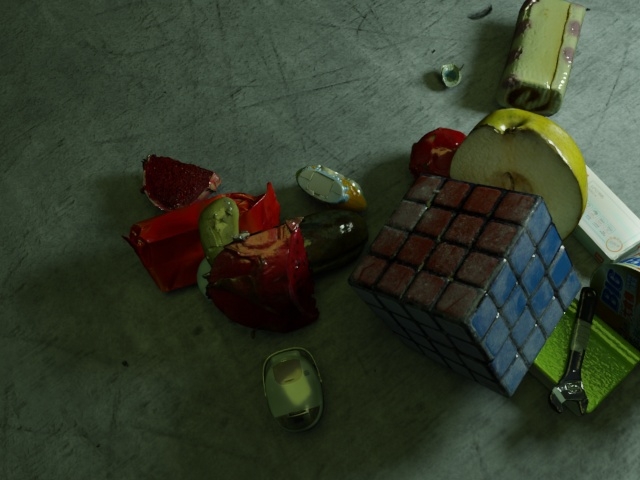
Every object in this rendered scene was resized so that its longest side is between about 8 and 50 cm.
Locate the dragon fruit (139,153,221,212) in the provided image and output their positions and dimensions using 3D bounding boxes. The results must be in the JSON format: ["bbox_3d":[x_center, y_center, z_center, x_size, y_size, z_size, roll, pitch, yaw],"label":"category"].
[{"bbox_3d":[-0.409,-0.143,1.895,0.274,0.126,0.161,16,80,25],"label":"dragon fruit"}]

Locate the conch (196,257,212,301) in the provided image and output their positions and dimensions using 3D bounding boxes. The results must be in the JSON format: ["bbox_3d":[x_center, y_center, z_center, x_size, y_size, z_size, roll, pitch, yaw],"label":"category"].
[{"bbox_3d":[-0.215,0.109,1.716,0.221,0.184,0.120,5,36,-12],"label":"conch"}]

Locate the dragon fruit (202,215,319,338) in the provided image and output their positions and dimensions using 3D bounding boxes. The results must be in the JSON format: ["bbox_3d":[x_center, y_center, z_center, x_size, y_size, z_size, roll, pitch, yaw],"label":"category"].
[{"bbox_3d":[-0.140,0.126,1.603,0.283,0.343,0.100,-14,35,-3],"label":"dragon fruit"}]

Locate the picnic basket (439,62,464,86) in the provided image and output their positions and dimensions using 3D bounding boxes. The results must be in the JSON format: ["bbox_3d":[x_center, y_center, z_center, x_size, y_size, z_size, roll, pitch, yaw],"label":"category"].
[{"bbox_3d":[0.390,-0.499,1.937,0.065,0.083,0.083,-9,68,-1],"label":"picnic basket"}]

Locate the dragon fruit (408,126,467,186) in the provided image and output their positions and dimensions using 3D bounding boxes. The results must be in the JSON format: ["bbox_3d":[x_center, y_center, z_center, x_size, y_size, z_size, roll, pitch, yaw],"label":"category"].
[{"bbox_3d":[0.332,-0.222,1.780,0.210,0.172,0.172,-37,66,-8],"label":"dragon fruit"}]

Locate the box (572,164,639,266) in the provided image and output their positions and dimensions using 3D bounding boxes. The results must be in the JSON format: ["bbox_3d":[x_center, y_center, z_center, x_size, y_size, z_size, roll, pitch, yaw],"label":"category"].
[{"bbox_3d":[0.712,-0.064,1.696,0.135,0.079,0.269,-33,66,-5],"label":"box"}]

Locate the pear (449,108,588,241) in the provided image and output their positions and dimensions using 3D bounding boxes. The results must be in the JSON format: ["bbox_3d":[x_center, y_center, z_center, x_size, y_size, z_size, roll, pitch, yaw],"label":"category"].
[{"bbox_3d":[0.515,-0.158,1.626,0.341,0.386,0.191,19,47,35],"label":"pear"}]

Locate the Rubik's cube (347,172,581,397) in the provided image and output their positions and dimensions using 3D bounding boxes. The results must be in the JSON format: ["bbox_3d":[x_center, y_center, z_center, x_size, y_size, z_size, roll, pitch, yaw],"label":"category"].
[{"bbox_3d":[0.332,0.094,1.491,0.344,0.337,0.344,22,68,46],"label":"Rubik's cube"}]

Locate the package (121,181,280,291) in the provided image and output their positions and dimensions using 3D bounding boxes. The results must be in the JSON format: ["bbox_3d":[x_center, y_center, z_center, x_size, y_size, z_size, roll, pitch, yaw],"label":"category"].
[{"bbox_3d":[-0.306,-0.007,1.767,0.424,0.195,0.123,-18,44,-1],"label":"package"}]

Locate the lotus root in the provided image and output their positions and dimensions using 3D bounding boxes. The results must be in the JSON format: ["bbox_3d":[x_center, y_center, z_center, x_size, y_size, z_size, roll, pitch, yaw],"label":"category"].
[{"bbox_3d":[0.000,0.000,1.725,0.275,0.151,0.160,-18,43,-20],"label":"lotus root"}]

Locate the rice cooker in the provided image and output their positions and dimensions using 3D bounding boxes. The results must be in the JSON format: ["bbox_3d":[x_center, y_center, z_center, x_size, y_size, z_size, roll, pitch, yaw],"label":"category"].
[{"bbox_3d":[-0.063,0.372,1.606,0.145,0.127,0.206,-15,62,1],"label":"rice cooker"}]

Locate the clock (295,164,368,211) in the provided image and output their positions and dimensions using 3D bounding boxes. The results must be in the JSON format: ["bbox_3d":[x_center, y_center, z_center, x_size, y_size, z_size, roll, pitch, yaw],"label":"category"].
[{"bbox_3d":[0.030,-0.142,1.809,0.231,0.144,0.103,30,99,20],"label":"clock"}]

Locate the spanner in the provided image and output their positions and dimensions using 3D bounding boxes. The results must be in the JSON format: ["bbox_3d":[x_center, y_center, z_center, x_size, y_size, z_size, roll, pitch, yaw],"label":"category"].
[{"bbox_3d":[0.604,0.254,1.513,0.087,0.024,0.315,17,70,11],"label":"spanner"}]

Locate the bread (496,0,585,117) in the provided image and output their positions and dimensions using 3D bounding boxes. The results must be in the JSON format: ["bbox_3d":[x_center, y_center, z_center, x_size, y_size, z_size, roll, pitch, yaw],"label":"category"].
[{"bbox_3d":[0.635,-0.531,1.873,0.187,0.155,0.338,17,68,7],"label":"bread"}]

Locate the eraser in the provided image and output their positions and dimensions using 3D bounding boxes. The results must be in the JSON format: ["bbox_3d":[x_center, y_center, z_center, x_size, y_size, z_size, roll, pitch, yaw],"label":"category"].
[{"bbox_3d":[0.594,0.257,1.570,0.210,0.092,0.274,-40,68,-10],"label":"eraser"}]

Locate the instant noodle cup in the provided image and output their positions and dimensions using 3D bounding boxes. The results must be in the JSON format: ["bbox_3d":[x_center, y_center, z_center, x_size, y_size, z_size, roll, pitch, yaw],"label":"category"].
[{"bbox_3d":[0.812,0.128,1.500,0.214,0.296,0.296,-30,65,-13],"label":"instant noodle cup"}]

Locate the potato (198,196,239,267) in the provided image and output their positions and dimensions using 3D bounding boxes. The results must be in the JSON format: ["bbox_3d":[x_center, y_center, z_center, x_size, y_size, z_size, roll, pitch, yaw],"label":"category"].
[{"bbox_3d":[-0.249,-0.014,1.623,0.105,0.085,0.187,-9,84,18],"label":"potato"}]
